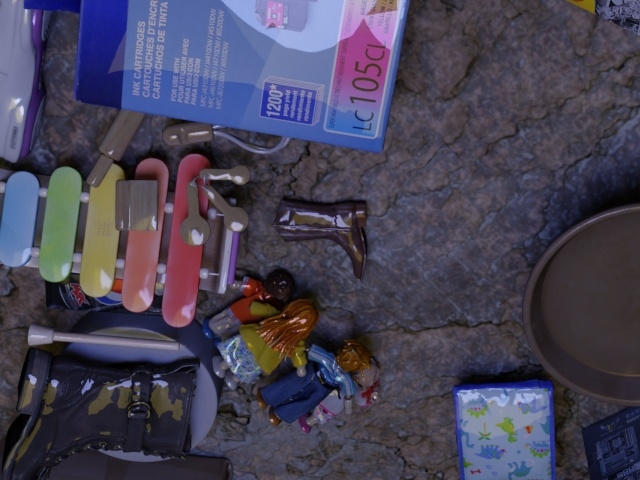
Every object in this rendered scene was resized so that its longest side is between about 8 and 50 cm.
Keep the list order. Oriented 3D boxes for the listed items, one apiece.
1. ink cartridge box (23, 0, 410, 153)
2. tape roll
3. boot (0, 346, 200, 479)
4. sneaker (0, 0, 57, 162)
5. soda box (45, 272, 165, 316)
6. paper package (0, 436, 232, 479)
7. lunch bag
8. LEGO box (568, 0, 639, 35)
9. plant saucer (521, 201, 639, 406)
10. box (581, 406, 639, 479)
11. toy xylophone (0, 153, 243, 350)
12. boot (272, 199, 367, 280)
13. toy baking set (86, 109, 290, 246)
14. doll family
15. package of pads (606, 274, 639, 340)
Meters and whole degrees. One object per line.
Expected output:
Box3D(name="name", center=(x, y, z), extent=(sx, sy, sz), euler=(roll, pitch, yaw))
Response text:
Box3D(name="ink cartridge box", center=(-0.103, -0.266, 1.271), extent=(0.395, 0.151, 0.270), euler=(10, 115, 2))
Box3D(name="tape roll", center=(-0.239, 0.185, 1.596), extent=(0.219, 0.072, 0.219), euler=(2, 119, 3))
Box3D(name="boot", center=(-0.276, 0.252, 1.529), extent=(0.229, 0.091, 0.263), euler=(11, 115, -16))
Box3D(name="sneaker", center=(-0.375, -0.229, 1.344), extent=(0.152, 0.114, 0.305), euler=(14, 120, -4))
Box3D(name="soda box", center=(-0.259, 0.056, 1.529), extent=(0.169, 0.060, 0.053), euler=(4, 116, 3))
Box3D(name="paper package", center=(-0.297, 0.450, 1.700), extent=(0.325, 0.168, 0.309), euler=(5, 122, 1))
Box3D(name="lunch bag", center=(0.239, 0.240, 1.570), extent=(0.129, 0.096, 0.151), euler=(-4, 129, 8))
Box3D(name="LEGO box", center=(0.377, -0.445, 1.105), extent=(0.372, 0.193, 0.500), euler=(23, 119, -8))
Box3D(name="plant saucer", center=(0.368, 0.070, 1.375), extent=(0.278, 0.041, 0.278), euler=(3, 121, 5))
Box3D(name="box", center=(0.449, 0.263, 1.513), extent=(0.233, 0.183, 0.059), euler=(-30, 114, 19))
Box3D(name="toy xylophone", center=(-0.251, 0.017, 1.450), extent=(0.323, 0.081, 0.236), euler=(-1, 89, 1))
Box3D(name="boot", center=(0.000, 0.000, 1.486), extent=(0.114, 0.037, 0.106), euler=(-1, 107, 2))
Box3D(name="toy baking set", center=(-0.146, -0.112, 1.402), extent=(0.197, 0.030, 0.256), euler=(25, 90, -1))
Box3D(name="doll family", center=(-0.025, 0.156, 1.531), extent=(0.163, 0.118, 0.263), euler=(-36, 111, 22))
Box3D(name="package of pads", center=(0.497, 0.051, 1.434), extent=(0.296, 0.101, 0.229), euler=(-27, 115, 20))
